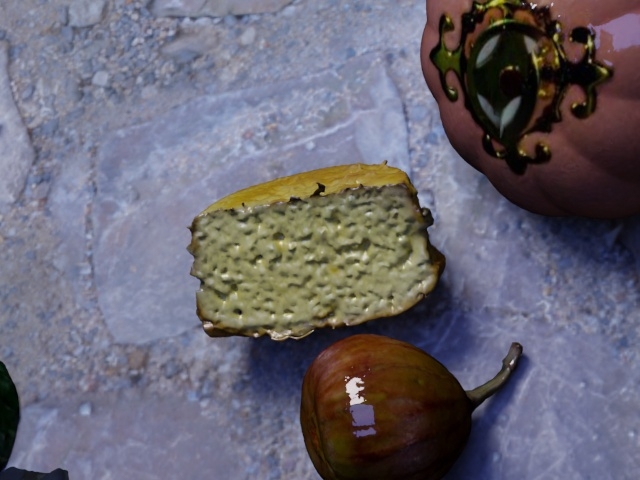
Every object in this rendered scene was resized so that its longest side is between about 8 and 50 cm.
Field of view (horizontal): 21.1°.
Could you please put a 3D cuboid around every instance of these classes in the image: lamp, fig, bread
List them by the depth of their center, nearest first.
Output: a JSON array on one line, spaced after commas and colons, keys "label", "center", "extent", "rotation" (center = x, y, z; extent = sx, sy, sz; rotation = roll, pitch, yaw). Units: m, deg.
[{"label": "fig", "center": [0.064, 0.158, 1.499], "extent": [0.149, 0.202, 0.148], "rotation": [-15, 70, 42]}, {"label": "lamp", "center": [0.237, -0.170, 1.508], "extent": [0.305, 0.239, 0.305], "rotation": [18, 115, 44]}, {"label": "bread", "center": [0.000, 0.000, 1.565], "extent": [0.229, 0.139, 0.143], "rotation": [-7, 111, 13]}]

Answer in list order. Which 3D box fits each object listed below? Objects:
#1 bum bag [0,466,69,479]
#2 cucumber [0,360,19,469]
[{"label": "bum bag", "center": [-0.343, 0.324, 1.590], "extent": [0.310, 0.074, 0.137], "rotation": [-46, 33, -6]}, {"label": "cucumber", "center": [-0.402, 0.178, 1.650], "extent": [0.191, 0.130, 0.191], "rotation": [-10, 60, 17]}]
